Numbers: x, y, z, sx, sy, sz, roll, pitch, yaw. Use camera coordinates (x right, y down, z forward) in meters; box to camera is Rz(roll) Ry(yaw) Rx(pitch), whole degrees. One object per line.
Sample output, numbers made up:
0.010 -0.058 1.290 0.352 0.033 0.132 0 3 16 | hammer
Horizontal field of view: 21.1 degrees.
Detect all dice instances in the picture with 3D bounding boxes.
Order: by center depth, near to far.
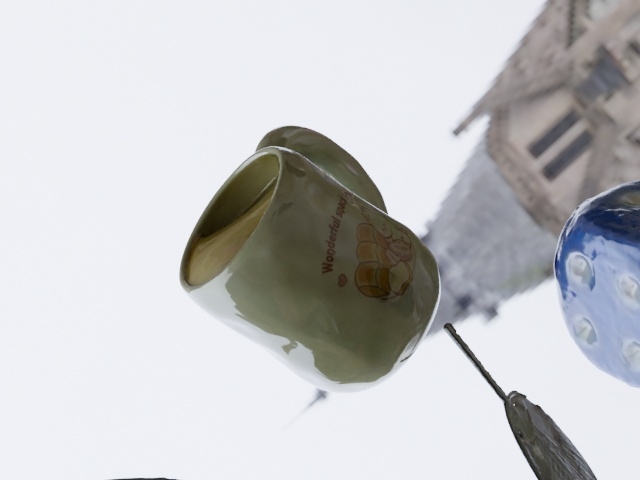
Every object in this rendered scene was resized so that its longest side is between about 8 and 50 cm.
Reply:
0.291 0.033 1.441 0.143 0.146 0.146 -21 -151 -25 | dice

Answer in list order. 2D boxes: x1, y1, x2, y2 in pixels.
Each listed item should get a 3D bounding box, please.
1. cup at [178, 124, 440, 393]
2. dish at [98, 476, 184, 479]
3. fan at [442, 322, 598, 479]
-0.012 0.016 1.629 0.202 0.173 0.255 34 -167 -22 | cup
-0.164 0.327 1.355 0.316 0.316 0.106 16 -146 -30 | dish
0.250 0.220 1.915 0.294 0.012 0.223 58 -163 18 | fan
